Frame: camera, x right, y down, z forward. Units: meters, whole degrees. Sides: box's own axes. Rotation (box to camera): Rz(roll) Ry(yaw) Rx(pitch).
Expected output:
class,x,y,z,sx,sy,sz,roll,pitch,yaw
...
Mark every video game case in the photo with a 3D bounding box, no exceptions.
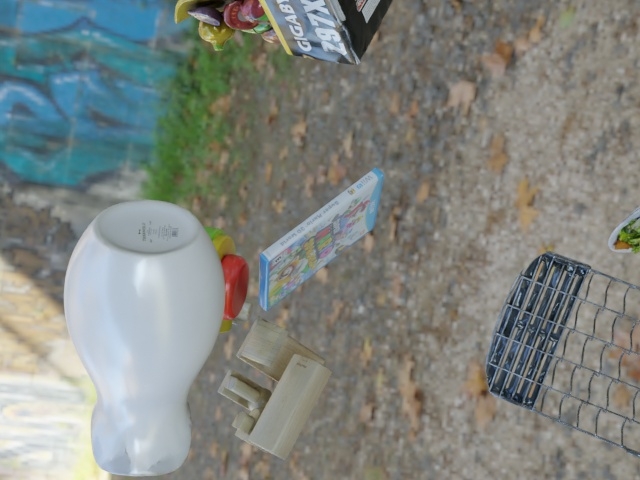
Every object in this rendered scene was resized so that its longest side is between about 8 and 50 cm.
class,x,y,z,sx,sy,sz,roll,pitch,yaw
video game case,0.000,0.000,1.197,0.015,0.166,0.119,44,157,20

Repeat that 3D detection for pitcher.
class,x,y,z,sx,sy,sz,roll,pitch,yaw
pitcher,-0.147,0.061,0.908,0.177,0.126,0.207,-108,21,-54

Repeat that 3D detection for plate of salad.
class,x,y,z,sx,sy,sz,roll,pitch,yaw
plate of salad,0.484,-0.028,1.474,0.200,0.200,0.048,118,136,-54

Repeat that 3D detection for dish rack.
class,x,y,z,sx,sy,sz,roll,pitch,yaw
dish rack,0.336,0.135,1.272,0.074,0.272,0.208,-22,-47,-76

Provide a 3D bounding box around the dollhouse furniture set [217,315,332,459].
class,x,y,z,sx,sy,sz,roll,pitch,yaw
dollhouse furniture set,-0.027,0.195,1.328,0.151,0.123,0.144,12,70,52

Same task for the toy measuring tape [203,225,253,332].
class,x,y,z,sx,sy,sz,roll,pitch,yaw
toy measuring tape,-0.122,0.040,1.209,0.330,0.121,0.121,8,-89,-79

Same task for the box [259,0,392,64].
class,x,y,z,sx,sy,sz,roll,pitch,yaw
box,0.027,-0.342,0.847,0.322,0.079,0.257,-63,-30,-22

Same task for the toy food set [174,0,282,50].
class,x,y,z,sx,sy,sz,roll,pitch,yaw
toy food set,-0.085,-0.276,1.362,0.218,0.128,0.071,-3,94,40
